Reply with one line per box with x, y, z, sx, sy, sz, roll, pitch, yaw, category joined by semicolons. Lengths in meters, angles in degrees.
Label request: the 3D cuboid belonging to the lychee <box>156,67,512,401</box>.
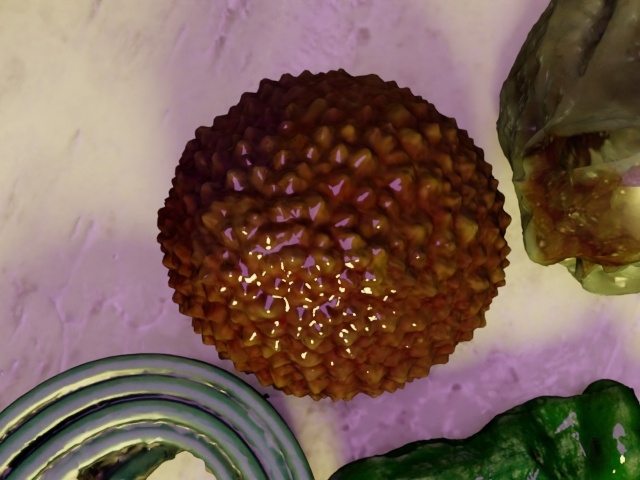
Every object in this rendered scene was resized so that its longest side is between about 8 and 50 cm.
0.000;0.000;1.130;0.271;0.271;0.271;0;85;4;lychee

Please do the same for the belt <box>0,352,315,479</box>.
-0.160;0.290;1.157;0.300;0.173;0.437;25;87;3;belt

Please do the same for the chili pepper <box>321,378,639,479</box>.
0.141;0.174;1.174;0.270;0.136;0.099;-21;42;-4;chili pepper

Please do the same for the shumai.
0.238;-0.093;1.144;0.225;0.222;0.261;4;81;7;shumai
